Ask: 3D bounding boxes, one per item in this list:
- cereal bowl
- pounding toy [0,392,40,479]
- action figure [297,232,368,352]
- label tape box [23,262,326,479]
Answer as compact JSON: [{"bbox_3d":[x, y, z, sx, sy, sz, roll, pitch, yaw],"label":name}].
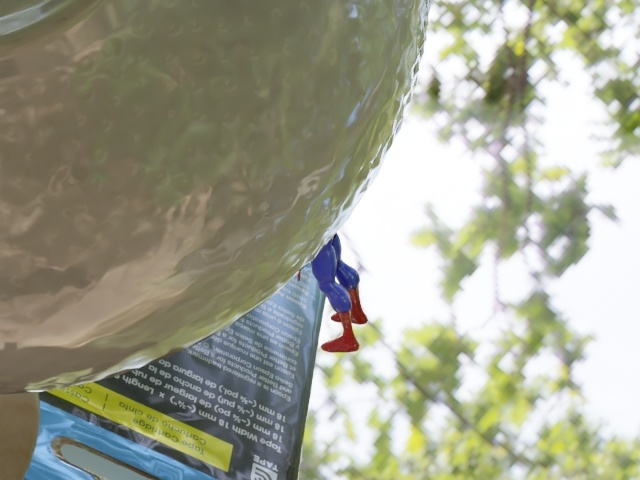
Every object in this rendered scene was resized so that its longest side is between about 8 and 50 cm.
[{"bbox_3d":[-0.123,-0.116,0.617,0.339,0.339,0.141,40,-9,7],"label":"cereal bowl"},{"bbox_3d":[-0.243,0.095,0.785,0.110,0.183,0.237,50,-52,40],"label":"pounding toy"},{"bbox_3d":[0.000,0.000,0.795,0.030,0.038,0.115,4,-54,19],"label":"action figure"},{"bbox_3d":[-0.133,0.096,1.137,0.240,0.333,0.106,27,-54,-12],"label":"label tape box"}]
